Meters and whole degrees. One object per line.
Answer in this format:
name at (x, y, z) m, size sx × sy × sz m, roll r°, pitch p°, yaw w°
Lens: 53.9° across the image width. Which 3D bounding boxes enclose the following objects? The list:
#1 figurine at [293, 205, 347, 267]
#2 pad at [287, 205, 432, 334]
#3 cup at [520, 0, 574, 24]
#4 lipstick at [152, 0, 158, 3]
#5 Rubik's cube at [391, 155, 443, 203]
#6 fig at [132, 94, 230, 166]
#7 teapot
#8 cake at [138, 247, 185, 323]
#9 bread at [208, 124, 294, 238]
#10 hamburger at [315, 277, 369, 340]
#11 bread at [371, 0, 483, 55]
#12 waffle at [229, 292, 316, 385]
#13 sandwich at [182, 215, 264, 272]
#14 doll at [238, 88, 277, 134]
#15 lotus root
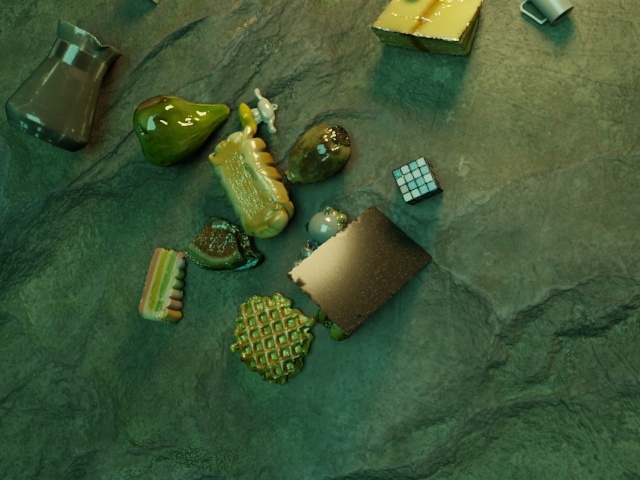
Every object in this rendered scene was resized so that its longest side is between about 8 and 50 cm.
figurine at (0.001, 0.000, 1.698) m, size 0.147 × 0.094 × 0.197 m, roll 37°, pitch 110°, yaw 39°
pad at (0.103, 0.065, 1.591) m, size 0.330 × 0.004 × 0.220 m, roll -38°, pitch 72°, yaw -27°
cup at (0.542, -0.579, 1.529) m, size 0.104 × 0.074 × 0.116 m, roll -39°, pitch 81°, yaw 39°
lipstick at (-0.455, -0.875, 1.885) m, size 0.066 × 0.068 × 0.317 m, roll 34°, pitch 100°, yaw 18°
Rubik's cube at (0.249, -0.151, 1.607) m, size 0.092 × 0.092 × 0.092 m, roll -25°, pitch 81°, yaw 17°
fig at (-0.387, -0.325, 1.805) m, size 0.275 × 0.206 × 0.206 m, roll -16°, pitch 83°, yaw -10°
teapot at (-0.780, -0.470, 1.925) m, size 0.300 × 0.253 × 0.344 m, roll 30°, pitch 92°, yaw 50°
cake at (-0.468, 0.135, 1.863) m, size 0.110 × 0.090 × 0.225 m, roll 4°, pitch 90°, yaw 24°
bread at (-0.185, -0.150, 1.747) m, size 0.173 × 0.121 × 0.311 m, roll -30°, pitch 80°, yaw 21°
hamburger at (0.071, 0.166, 1.623) m, size 0.113 × 0.177 × 0.185 m, roll 42°, pitch 89°, yaw 23°
bread at (0.271, -0.576, 1.584) m, size 0.240 × 0.135 × 0.178 m, roll 17°, pitch 94°, yaw 22°
waffle at (-0.137, 0.269, 1.764) m, size 0.238 × 0.059 × 0.243 m, roll 23°, pitch 94°, yaw 22°
sandwich at (-0.275, 0.024, 1.799) m, size 0.235 × 0.079 × 0.159 m, roll 22°, pitch 96°, yaw 19°
doll at (-0.178, -0.365, 1.782) m, size 0.113 × 0.071 × 0.135 m, roll 0°, pitch 84°, yaw 12°
lotus root at (-0.014, -0.223, 1.687) m, size 0.214 × 0.138 × 0.138 m, roll -32°, pitch 79°, yaw 17°
